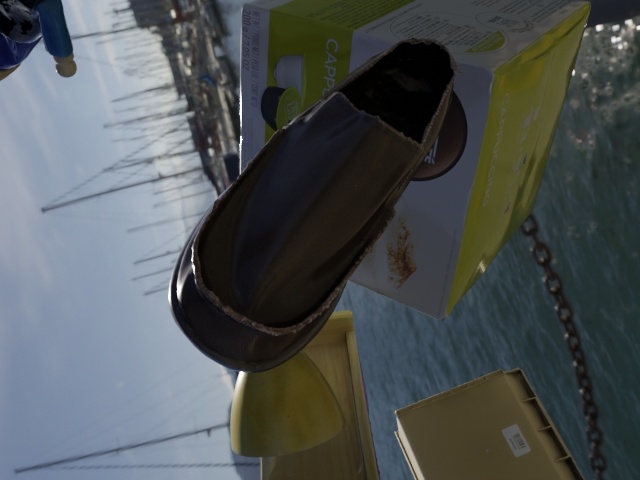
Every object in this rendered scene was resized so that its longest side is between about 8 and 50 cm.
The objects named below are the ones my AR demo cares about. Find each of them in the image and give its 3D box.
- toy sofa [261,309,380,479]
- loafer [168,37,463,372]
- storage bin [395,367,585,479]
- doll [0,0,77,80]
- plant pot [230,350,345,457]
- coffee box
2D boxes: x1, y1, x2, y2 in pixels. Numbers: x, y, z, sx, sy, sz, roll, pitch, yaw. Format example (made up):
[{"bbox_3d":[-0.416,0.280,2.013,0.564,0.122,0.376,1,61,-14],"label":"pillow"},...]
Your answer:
[{"bbox_3d":[-0.003,0.273,0.931,0.362,0.150,0.177,-98,0,-57],"label":"toy sofa"},{"bbox_3d":[0.006,-0.059,0.570,0.134,0.366,0.130,32,144,0],"label":"loafer"},{"bbox_3d":[0.301,0.400,1.271,0.123,0.260,0.262,74,174,-53],"label":"storage bin"},{"bbox_3d":[-0.218,-0.173,0.500,0.189,0.046,0.129,-15,107,54],"label":"doll"},{"bbox_3d":[-0.046,0.178,0.806,0.134,0.134,0.095,-162,61,-81],"label":"plant pot"},{"bbox_3d":[0.122,-0.162,0.962,0.334,0.338,0.337,23,129,25],"label":"coffee box"}]
